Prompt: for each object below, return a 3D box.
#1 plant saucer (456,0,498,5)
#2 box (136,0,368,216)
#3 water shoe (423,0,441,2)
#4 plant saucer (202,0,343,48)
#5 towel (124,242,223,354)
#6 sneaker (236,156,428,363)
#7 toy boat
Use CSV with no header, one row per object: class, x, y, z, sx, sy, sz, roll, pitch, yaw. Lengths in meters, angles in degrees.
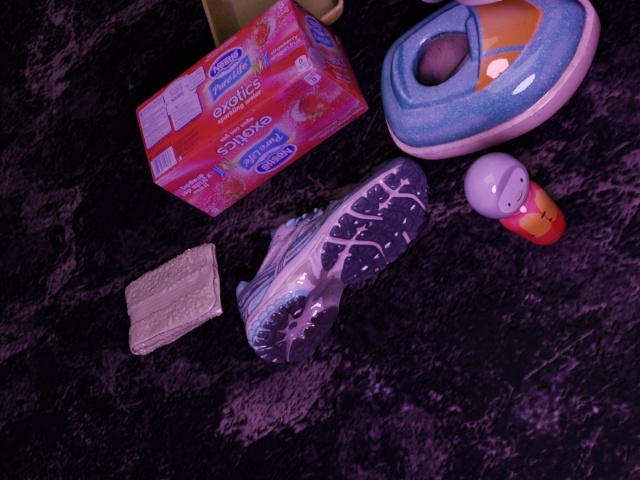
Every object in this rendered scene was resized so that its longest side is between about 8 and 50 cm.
plant saucer,0.220,-0.345,1.594,0.400,0.100,0.400,-26,20,10
box,-0.087,-0.161,1.833,0.257,0.122,0.128,-34,52,20
water shoe,0.137,-0.367,1.807,0.080,0.073,0.203,-23,50,55
plant saucer,-0.055,-0.305,1.930,0.188,0.045,0.188,-34,52,21
towel,-0.185,0.072,1.863,0.148,0.027,0.110,-28,54,25
sneaker,0.000,0.000,1.700,0.283,0.110,0.122,-47,45,10
toy boat,0.184,-0.147,1.597,0.267,0.148,0.318,-28,54,25
